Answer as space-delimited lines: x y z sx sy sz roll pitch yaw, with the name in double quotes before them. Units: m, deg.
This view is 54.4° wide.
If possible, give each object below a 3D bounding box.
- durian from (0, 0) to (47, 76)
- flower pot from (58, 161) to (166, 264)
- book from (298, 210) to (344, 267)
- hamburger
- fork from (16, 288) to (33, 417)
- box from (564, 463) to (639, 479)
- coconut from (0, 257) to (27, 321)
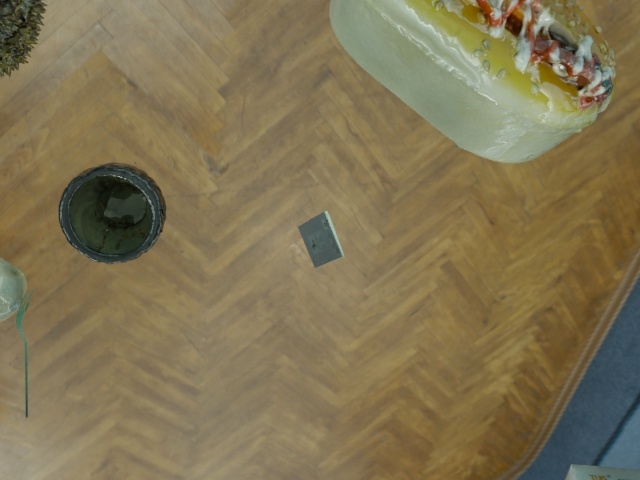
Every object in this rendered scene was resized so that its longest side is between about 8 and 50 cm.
"durian" -0.658 -0.460 1.081 0.348 0.347 0.384 -24 105 -3
"flower pot" -0.549 -0.092 1.701 0.267 0.267 0.266 -2 104 -8
"book" 0.000 0.000 1.630 0.014 0.182 0.127 -21 87 -26
"hamburger" 0.148 -0.211 0.592 0.295 0.227 0.151 37 132 5
"fork" -0.548 0.207 1.148 0.021 0.235 0.039 7 165 -43
"box" 0.427 0.424 0.743 0.200 0.299 0.106 4 117 2
"coconut" -0.787 0.123 1.483 0.161 0.162 0.161 -51 162 -23
